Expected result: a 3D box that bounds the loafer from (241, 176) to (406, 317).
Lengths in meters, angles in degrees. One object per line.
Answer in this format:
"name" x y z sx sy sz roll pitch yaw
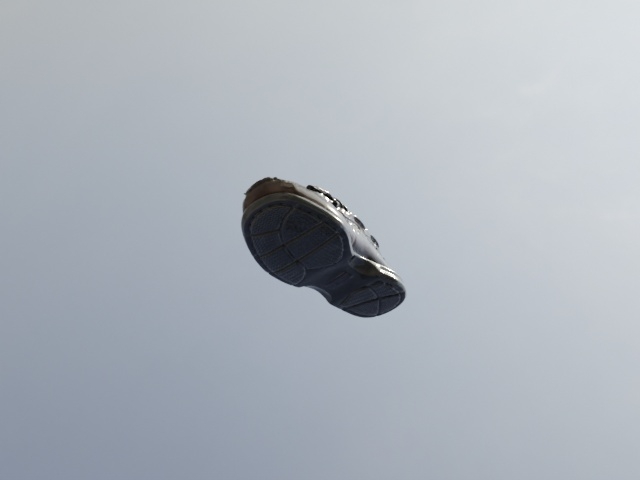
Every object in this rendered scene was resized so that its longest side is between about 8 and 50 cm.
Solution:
"loafer" 0.000 0.000 0.975 0.109 0.302 0.095 -29 -127 18
